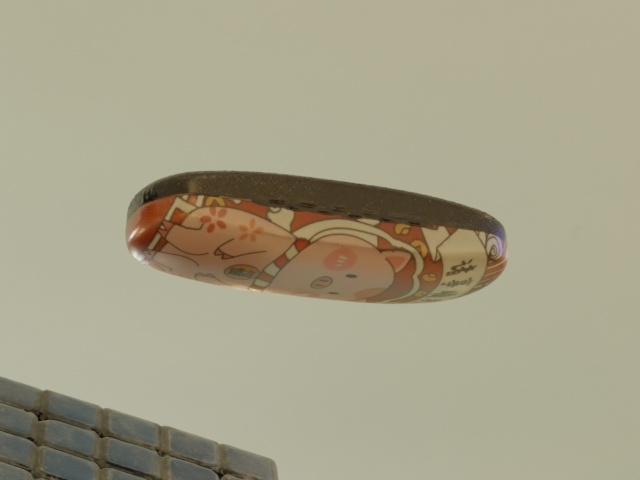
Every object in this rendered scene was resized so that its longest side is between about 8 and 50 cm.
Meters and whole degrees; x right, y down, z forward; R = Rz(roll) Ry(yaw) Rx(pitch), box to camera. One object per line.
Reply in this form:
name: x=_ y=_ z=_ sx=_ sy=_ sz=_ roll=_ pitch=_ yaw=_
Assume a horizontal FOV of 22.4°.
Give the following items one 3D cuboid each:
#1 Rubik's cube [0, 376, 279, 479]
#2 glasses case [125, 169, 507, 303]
Rubik's cube: x=-0.164 y=0.261 z=1.087 sx=0.237 sy=0.237 sz=0.238 roll=20 pitch=-73 yaw=-11
glasses case: x=0.000 y=0.000 z=1.105 sx=0.267 sy=0.067 sz=0.103 roll=7 pitch=-22 yaw=-18
